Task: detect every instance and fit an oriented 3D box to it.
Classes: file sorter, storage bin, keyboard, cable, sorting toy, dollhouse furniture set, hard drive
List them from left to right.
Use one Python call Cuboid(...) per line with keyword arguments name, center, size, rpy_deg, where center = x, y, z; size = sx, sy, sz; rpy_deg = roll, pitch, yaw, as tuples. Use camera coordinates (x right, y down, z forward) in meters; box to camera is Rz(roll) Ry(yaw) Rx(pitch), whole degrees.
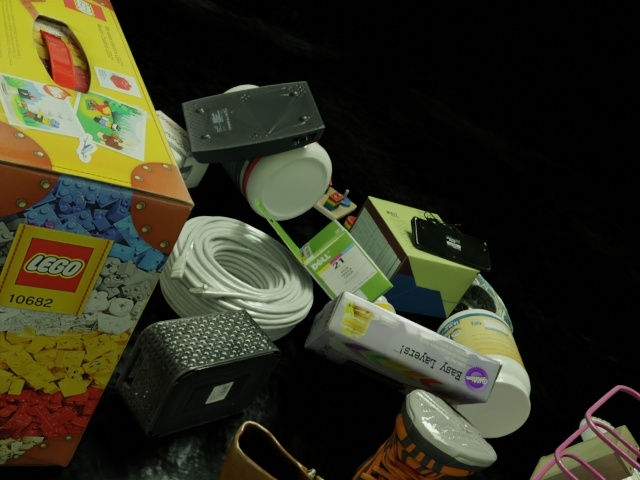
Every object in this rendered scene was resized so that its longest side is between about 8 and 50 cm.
Cuboid(name="storage bin", center=(-0.154, 0.168, 0.936), size=(0.180, 0.122, 0.084), rpy_deg=(-3, 41, -49))
Cuboid(name="cable", center=(-0.135, 0.063, 1.188), size=(0.257, 0.089, 0.257), rpy_deg=(21, 26, -21))
Cuboid(name="hard drive", center=(-0.132, -0.227, 1.411), size=(0.254, 0.054, 0.172), rpy_deg=(-12, 48, -8))
Cuboid(name="sorting toy", center=(0.009, -0.119, 1.718), size=(0.274, 0.046, 0.132), rpy_deg=(36, 26, 12))
Cuboid(name="keyboard", center=(0.259, 0.006, 1.475), size=(0.192, 0.038, 0.100), rpy_deg=(20, 52, -24))
Cuboid(name="file sorter", center=(0.366, 0.364, 0.955), size=(0.182, 0.291, 0.202), rpy_deg=(42, 27, 28))
Cuboid(name="dollhouse furniture set", center=(0.467, 0.444, 1.144), size=(0.242, 0.161, 0.212), rpy_deg=(59, 31, 6))

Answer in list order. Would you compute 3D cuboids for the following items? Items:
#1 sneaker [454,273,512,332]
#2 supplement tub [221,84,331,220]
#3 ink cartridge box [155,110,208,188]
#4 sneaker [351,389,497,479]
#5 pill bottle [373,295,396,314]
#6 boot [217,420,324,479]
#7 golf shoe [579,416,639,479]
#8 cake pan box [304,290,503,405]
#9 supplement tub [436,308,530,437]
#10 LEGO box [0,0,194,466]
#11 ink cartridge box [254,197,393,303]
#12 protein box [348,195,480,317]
Cuboid(name="sneaker", center=(0.325, 0.119, 1.598), size=(0.122, 0.110, 0.283), rpy_deg=(34, 21, -38))
Cuboid(name="supplement tub", center=(-0.115, -0.190, 1.544), size=(0.191, 0.191, 0.272), rpy_deg=(5, 35, -42))
Cuboid(name="ink cartridge box", center=(-0.335, -0.164, 1.379), size=(0.158, 0.092, 0.218), rpy_deg=(39, 25, 15))
Cuboid(name="sneaker", center=(0.117, 0.290, 0.908), size=(0.124, 0.180, 0.321), rpy_deg=(40, -1, 19))
Cuboid(name="pill bottle", center=(0.109, 0.151, 1.317), size=(0.065, 0.065, 0.116), rpy_deg=(21, 26, -19))
Cuboid(name="boot", center=(-0.013, 0.322, 0.625), size=(0.264, 0.280, 0.096), rpy_deg=(38, 27, 16))
Cuboid(name="golf shoe", center=(0.516, 0.392, 1.322), size=(0.086, 0.069, 0.176), rpy_deg=(9, 31, -27))
Cuboid(name="cake pan box", center=(0.108, 0.172, 1.097), size=(0.245, 0.070, 0.267), rpy_deg=(27, -16, -3))
Cuboid(name="supplement tub", center=(0.281, 0.229, 1.268), size=(0.144, 0.144, 0.200), rpy_deg=(25, 26, -12))
Cuboid(name="LEGO box", center=(-0.357, -0.058, 0.840), size=(0.193, 0.373, 0.500), rpy_deg=(12, 32, -34))
Cuboid(name="ink cartridge box", center=(0.000, 0.000, 1.279), size=(0.255, 0.097, 0.189), rpy_deg=(50, 2, -8))
Cuboid(name="protein box", center=(0.182, 0.036, 1.519), size=(0.199, 0.136, 0.201), rpy_deg=(12, 32, -32))
